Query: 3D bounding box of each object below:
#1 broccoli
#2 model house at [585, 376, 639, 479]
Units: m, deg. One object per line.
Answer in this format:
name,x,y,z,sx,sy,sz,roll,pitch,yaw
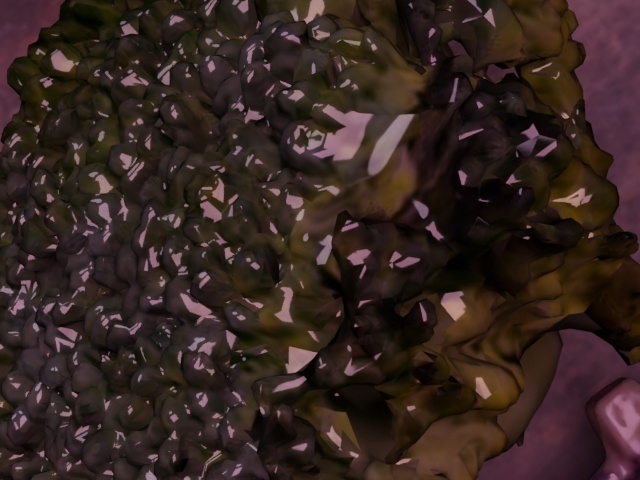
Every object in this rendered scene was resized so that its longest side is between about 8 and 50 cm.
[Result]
broccoli,-0.019,-0.004,0.844,0.272,0.334,0.324,-14,113,-35
model house,0.149,0.201,0.879,0.237,0.202,0.237,-41,93,-1
